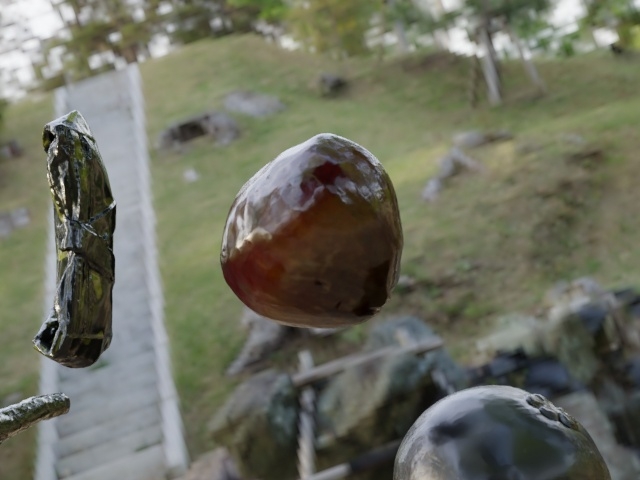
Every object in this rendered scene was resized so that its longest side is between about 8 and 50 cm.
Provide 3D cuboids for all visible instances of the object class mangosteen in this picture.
[{"bbox_3d":[0.194,0.320,1.797,0.302,0.275,0.275,-63,-13,10],"label":"mangosteen"}]

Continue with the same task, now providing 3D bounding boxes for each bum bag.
[{"bbox_3d":[-0.215,-0.002,1.367,0.060,0.232,0.107,-3,-12,13],"label":"bum bag"}]

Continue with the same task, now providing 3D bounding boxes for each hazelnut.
[{"bbox_3d":[0.000,0.000,1.782,0.217,0.217,0.251,-17,-31,-37],"label":"hazelnut"}]

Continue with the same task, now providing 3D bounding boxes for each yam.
[{"bbox_3d":[-0.222,0.121,0.996,0.029,0.027,0.234,-14,-4,21],"label":"yam"}]
